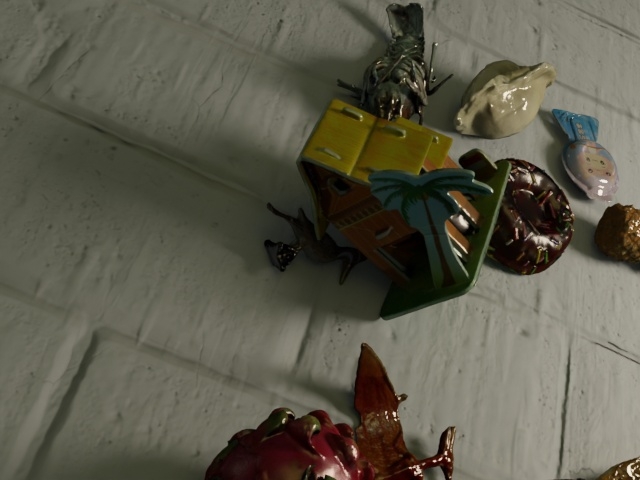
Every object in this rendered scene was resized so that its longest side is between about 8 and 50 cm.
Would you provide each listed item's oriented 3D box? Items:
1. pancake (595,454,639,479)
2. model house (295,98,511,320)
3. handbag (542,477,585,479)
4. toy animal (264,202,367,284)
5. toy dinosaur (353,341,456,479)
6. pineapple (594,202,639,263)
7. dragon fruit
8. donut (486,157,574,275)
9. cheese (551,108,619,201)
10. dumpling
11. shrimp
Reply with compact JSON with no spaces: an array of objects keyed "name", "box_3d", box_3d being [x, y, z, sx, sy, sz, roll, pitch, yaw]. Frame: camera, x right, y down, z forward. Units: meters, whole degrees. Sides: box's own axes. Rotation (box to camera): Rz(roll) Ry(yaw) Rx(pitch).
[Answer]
[{"name":"pancake","box_3d":[0.516,0.505,1.262,0.355,0.065,0.356,12,51,-15]},{"name":"model house","box_3d":[0.150,-0.112,1.309,0.323,0.340,0.300,42,49,-21]},{"name":"handbag","box_3d":[0.326,0.430,1.158,0.127,0.228,0.208,49,30,-46]},{"name":"toy animal","box_3d":[-0.008,0.008,1.383,0.202,0.070,0.105,15,94,-23]},{"name":"toy dinosaur","box_3d":[0.126,0.326,1.184,0.206,0.113,0.328,14,53,-15]},{"name":"pineapple","box_3d":[0.661,0.008,1.653,0.237,0.119,0.111,18,64,-13]},{"name":"dragon fruit","box_3d":[-0.065,0.332,1.055,0.218,0.272,0.198,57,9,26]},{"name":"donut","box_3d":[0.373,-0.054,1.572,0.235,0.089,0.235,15,57,-25]},{"name":"cheese","box_3d":[0.561,-0.180,1.784,0.135,0.052,0.245,10,53,-18]},{"name":"dumpling","box_3d":[0.375,-0.293,1.691,0.258,0.193,0.147,-18,70,-36]},{"name":"shrimp","box_3d":[0.151,-0.325,1.648,0.221,0.166,0.411,0,34,16]}]
